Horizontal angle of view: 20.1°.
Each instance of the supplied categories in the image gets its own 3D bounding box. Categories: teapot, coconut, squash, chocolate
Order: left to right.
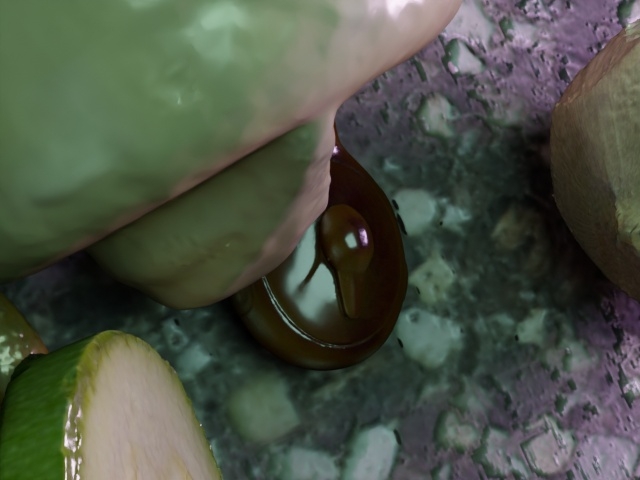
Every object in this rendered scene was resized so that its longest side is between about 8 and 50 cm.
[{"bbox_3d":[-0.091,-0.123,0.765,0.314,0.326,0.297,-31,84,12],"label":"chocolate"},{"bbox_3d":[-0.073,0.148,0.765,0.041,0.219,0.219,-18,80,11],"label":"squash"},{"bbox_3d":[0.000,0.000,0.906,0.098,0.078,0.129,-2,75,-25],"label":"teapot"},{"bbox_3d":[0.212,-0.042,0.959,0.194,0.194,0.194,7,72,-22],"label":"coconut"}]

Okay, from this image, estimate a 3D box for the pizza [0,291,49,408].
[{"bbox_3d":[-0.171,0.096,0.814,0.134,0.056,0.271,-17,82,-27],"label":"pizza"}]
